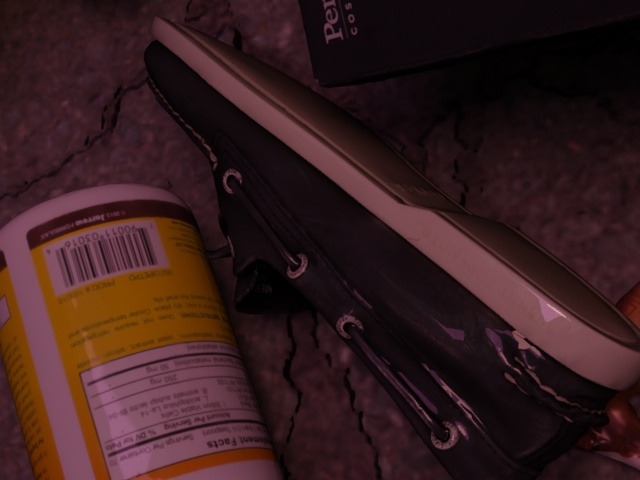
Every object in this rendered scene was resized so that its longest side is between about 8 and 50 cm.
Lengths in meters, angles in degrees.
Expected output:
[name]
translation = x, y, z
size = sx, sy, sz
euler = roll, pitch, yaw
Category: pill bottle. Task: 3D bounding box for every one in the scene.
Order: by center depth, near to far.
[pill bottle]
translation = -0.090, 0.087, 0.626
size = 0.117, 0.117, 0.215
euler = -24, 69, 9

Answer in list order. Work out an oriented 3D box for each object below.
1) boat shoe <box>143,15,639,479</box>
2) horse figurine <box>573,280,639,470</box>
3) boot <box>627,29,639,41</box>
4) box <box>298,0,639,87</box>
[boat shoe]
translation = 0.003, 0.001, 0.620
size = 0.340, 0.127, 0.113
euler = 38, 105, 31
[horse figurine]
translation = 0.209, 0.002, 0.547
size = 0.174, 0.066, 0.263
euler = 17, 120, 21
[boot]
translation = 0.208, -0.126, 0.643
size = 0.114, 0.037, 0.106
euler = -29, 56, 3
[box]
translation = 0.124, -0.256, 0.487
size = 0.312, 0.179, 0.343
euler = -4, 100, 51
